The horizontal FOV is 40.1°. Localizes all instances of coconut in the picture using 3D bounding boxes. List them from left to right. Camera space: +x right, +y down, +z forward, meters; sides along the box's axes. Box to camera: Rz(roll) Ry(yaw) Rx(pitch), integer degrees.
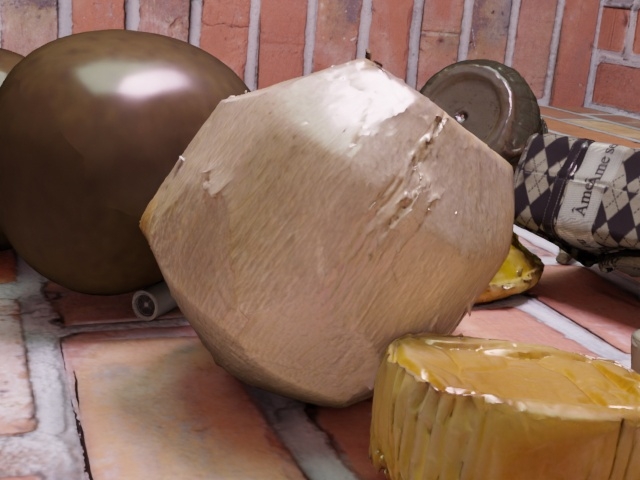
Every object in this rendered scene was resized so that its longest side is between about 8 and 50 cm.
[{"bbox_3d":[0.000,0.000,0.891,0.346,0.360,0.346,36,10,-7],"label":"coconut"}]

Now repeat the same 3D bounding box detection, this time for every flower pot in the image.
[{"bbox_3d":[0.328,-0.216,1.834,0.301,0.302,0.213,12,-5,27],"label":"flower pot"}]

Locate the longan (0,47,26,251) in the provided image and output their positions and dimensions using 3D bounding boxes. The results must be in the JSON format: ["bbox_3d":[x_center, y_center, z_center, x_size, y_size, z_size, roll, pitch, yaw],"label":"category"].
[{"bbox_3d":[-0.502,-0.123,1.271,0.318,0.319,0.319,4,16,-1],"label":"longan"}]

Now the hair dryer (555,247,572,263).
[{"bbox_3d":[0.431,-0.046,1.636,0.298,0.119,0.295,-23,22,-33],"label":"hair dryer"}]

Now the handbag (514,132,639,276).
[{"bbox_3d":[0.511,0.000,1.236,0.416,0.180,0.316,19,-8,46],"label":"handbag"}]

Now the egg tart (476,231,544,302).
[{"bbox_3d":[0.174,-0.007,1.333,0.341,0.132,0.341,5,16,-2],"label":"egg tart"}]

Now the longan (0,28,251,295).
[{"bbox_3d":[-0.236,-0.098,1.109,0.360,0.361,0.361,4,16,-1],"label":"longan"}]

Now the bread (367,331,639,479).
[{"bbox_3d":[0.166,0.165,0.723,0.250,0.133,0.179,6,15,-10],"label":"bread"}]

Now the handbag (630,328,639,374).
[{"bbox_3d":[0.491,0.136,0.960,0.256,0.079,0.219,-11,17,-29],"label":"handbag"}]

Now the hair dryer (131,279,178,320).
[{"bbox_3d":[-0.123,0.080,1.125,0.183,0.044,0.155,15,21,23],"label":"hair dryer"}]
